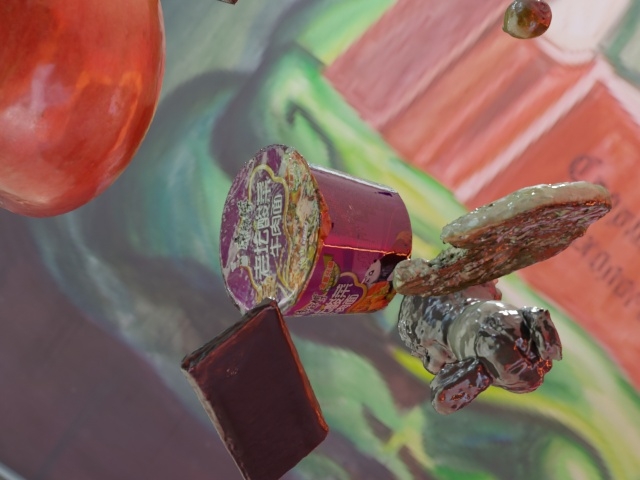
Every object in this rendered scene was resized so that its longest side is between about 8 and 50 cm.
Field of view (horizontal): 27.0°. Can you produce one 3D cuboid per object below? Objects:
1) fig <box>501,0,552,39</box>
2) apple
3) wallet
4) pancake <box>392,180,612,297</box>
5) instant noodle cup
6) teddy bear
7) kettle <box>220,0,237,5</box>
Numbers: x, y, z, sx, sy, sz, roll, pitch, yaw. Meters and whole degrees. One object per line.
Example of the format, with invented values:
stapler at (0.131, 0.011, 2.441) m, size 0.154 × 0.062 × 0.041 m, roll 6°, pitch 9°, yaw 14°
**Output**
fig at (0.348, -0.379, 2.303) m, size 0.082 × 0.098 × 0.084 m, roll 37°, pitch 42°, yaw -23°
apple at (-0.343, -0.222, 1.476) m, size 0.364 × 0.364 × 0.364 m, roll 36°, pitch 4°, yaw -3°
wallet at (-0.074, 0.204, 1.693) m, size 0.030 × 0.146 × 0.285 m, roll 31°, pitch -27°, yaw 41°
pancake at (0.192, -0.002, 1.386) m, size 0.037 × 0.253 × 0.253 m, roll 68°, pitch 14°, yaw 15°
instant noodle cup at (0.000, 0.000, 1.896) m, size 0.190 × 0.251 × 0.251 m, roll 8°, pitch 21°, yaw -36°
teddy bear at (0.189, 0.134, 1.617) m, size 0.144 × 0.171 × 0.251 m, roll 53°, pitch -3°, yaw -36°
kettle at (-0.113, -0.360, 1.630) m, size 0.127 × 0.098 × 0.148 m, roll -24°, pitch 36°, yaw -36°
